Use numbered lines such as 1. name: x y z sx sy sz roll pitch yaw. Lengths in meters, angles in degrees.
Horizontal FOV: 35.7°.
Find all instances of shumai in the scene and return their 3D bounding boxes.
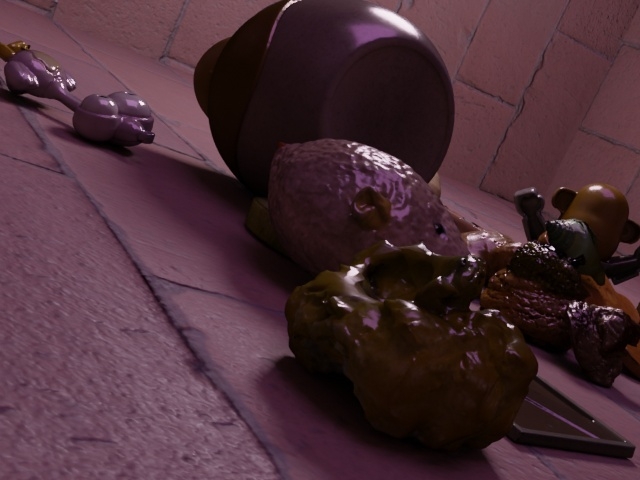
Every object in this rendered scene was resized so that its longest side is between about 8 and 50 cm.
1. shumai: 0.450 0.154 1.605 0.139 0.105 0.123 42 26 9

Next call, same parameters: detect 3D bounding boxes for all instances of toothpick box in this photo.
1. toothpick box: 0.002 -0.248 1.809 0.409 0.409 0.425 17 3 -36

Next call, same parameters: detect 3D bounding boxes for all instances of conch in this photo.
1. conch: 0.465 0.011 1.788 0.079 0.095 0.200 -6 -21 35

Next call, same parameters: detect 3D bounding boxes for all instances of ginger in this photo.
1. ginger: 0.302 0.033 1.876 0.216 0.102 0.157 -7 11 -9

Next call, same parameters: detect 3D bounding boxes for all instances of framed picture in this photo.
1. framed picture: 0.225 0.179 1.294 0.240 0.020 0.324 16 14 -40

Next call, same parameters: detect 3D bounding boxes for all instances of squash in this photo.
1. squash: 0.000 0.000 1.584 0.252 0.049 0.252 24 10 -4

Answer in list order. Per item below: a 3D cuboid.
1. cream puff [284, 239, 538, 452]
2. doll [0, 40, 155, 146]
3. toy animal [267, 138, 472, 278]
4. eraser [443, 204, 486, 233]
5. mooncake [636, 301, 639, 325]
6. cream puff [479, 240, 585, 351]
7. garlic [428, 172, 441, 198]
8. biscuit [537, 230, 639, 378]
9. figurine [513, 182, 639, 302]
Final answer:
1. cream puff: 0.099 0.088 1.020 0.281 0.185 0.282 27 10 -5
2. doll: -0.429 -0.249 1.720 0.365 0.094 0.160 28 14 20
3. toy animal: 0.046 -0.032 1.361 0.358 0.188 0.226 36 27 29
4. eraser: 0.354 0.031 2.081 0.171 0.087 0.290 34 1 -43
5. mooncake: 0.754 0.166 2.028 0.234 0.235 0.117 20 14 -22
6. cream puff: 0.386 0.083 1.720 0.183 0.169 0.183 24 9 -4
7. garlic: 0.152 -0.175 2.448 0.313 0.286 0.249 24 -35 -32
8. biscuit: 0.519 0.123 1.853 0.216 0.047 0.340 -5 58 -53
9. figurine: 0.580 0.007 2.210 0.342 0.285 0.167 19 14 -21
